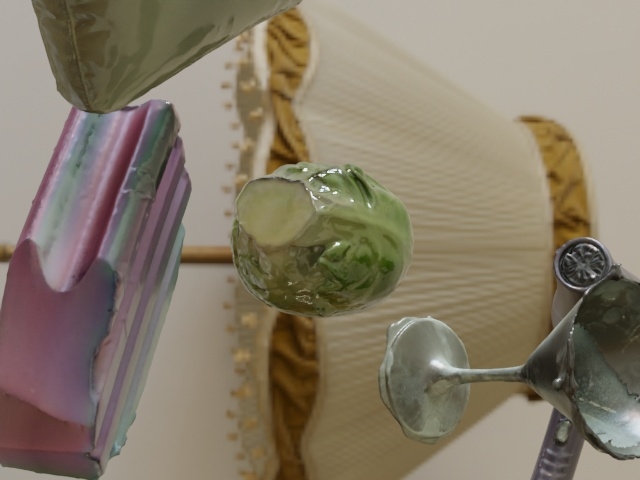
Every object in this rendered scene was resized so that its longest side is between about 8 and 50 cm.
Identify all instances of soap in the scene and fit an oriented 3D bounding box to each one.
[{"bbox_3d":[-0.207,0.046,1.105,0.193,0.109,0.324,86,13,-56],"label":"soap"}]

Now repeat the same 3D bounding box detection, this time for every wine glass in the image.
[{"bbox_3d":[0.169,0.113,1.033,0.232,0.156,0.156,-10,-103,48],"label":"wine glass"}]

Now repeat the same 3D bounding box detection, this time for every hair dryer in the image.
[{"bbox_3d":[0.286,0.185,1.376,0.301,0.121,0.361,43,62,-64],"label":"hair dryer"}]

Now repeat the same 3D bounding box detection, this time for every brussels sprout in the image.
[{"bbox_3d":[0.000,0.000,1.492,0.244,0.244,0.244,180,-90,-86],"label":"brussels sprout"}]

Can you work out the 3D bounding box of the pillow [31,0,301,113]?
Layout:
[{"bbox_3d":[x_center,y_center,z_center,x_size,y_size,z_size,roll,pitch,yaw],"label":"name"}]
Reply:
[{"bbox_3d":[-0.120,-0.276,1.028,0.322,0.119,0.256,-38,133,-39],"label":"pillow"}]
